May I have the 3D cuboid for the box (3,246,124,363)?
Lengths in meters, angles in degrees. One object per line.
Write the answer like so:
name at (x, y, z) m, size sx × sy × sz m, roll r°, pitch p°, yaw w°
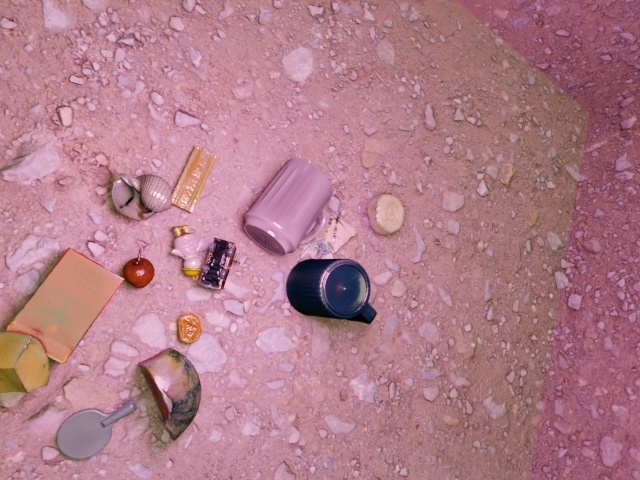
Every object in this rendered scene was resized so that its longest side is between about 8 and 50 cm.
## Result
box at (-0.812, 0.205, 1.397) m, size 0.197 × 0.089 × 0.313 m, roll 37°, pitch 68°, yaw -21°

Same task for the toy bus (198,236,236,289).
toy bus at (-0.381, 0.092, 1.625) m, size 0.091 × 0.103 × 0.182 m, roll 15°, pitch 74°, yaw 0°

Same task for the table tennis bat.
table tennis bat at (-0.724, 0.605, 1.423) m, size 0.244 × 0.040 × 0.153 m, roll -29°, pitch 98°, yaw -23°

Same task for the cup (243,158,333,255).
cup at (-0.112, -0.099, 1.736) m, size 0.327 × 0.236 × 0.323 m, roll -57°, pitch 136°, yaw -22°

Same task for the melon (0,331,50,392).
melon at (-0.975, 0.362, 1.254) m, size 0.323 × 0.124 × 0.196 m, roll -1°, pitch 116°, yaw -4°

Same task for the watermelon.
watermelon at (-0.504, 0.536, 1.496) m, size 0.180 × 0.224 × 0.305 m, roll -16°, pitch 95°, yaw 16°

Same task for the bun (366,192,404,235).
bun at (0.287, -0.119, 1.990) m, size 0.195 × 0.118 × 0.196 m, roll 1°, pitch 88°, yaw -31°

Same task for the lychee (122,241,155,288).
lychee at (-0.625, 0.096, 1.500) m, size 0.114 × 0.101 × 0.140 m, roll -50°, pitch 129°, yaw -61°

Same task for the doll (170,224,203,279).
doll at (-0.482, 0.044, 1.593) m, size 0.129 × 0.081 × 0.207 m, roll -17°, pitch 95°, yaw -40°

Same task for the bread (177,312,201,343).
bread at (-0.475, 0.318, 1.583) m, size 0.083 × 0.044 × 0.111 m, roll -6°, pitch 88°, yaw -31°

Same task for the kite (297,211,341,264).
kite at (0.001, 0.000, 1.885) m, size 0.169 × 0.015 × 0.310 m, roll 17°, pitch 77°, yaw -24°

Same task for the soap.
soap at (-0.481, -0.234, 1.653) m, size 0.092 × 0.037 × 0.252 m, roll 27°, pitch 72°, yaw -23°

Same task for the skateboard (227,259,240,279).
skateboard at (-0.339, 0.113, 1.674) m, size 0.032 × 0.064 × 0.083 m, roll 31°, pitch 81°, yaw -34°

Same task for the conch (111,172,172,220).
conch at (-0.613, -0.156, 1.525) m, size 0.200 × 0.131 × 0.172 m, roll 33°, pitch 94°, yaw 9°

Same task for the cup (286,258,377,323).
cup at (0.042, 0.215, 1.720) m, size 0.242 × 0.292 × 0.308 m, roll -22°, pitch 95°, yaw -27°
